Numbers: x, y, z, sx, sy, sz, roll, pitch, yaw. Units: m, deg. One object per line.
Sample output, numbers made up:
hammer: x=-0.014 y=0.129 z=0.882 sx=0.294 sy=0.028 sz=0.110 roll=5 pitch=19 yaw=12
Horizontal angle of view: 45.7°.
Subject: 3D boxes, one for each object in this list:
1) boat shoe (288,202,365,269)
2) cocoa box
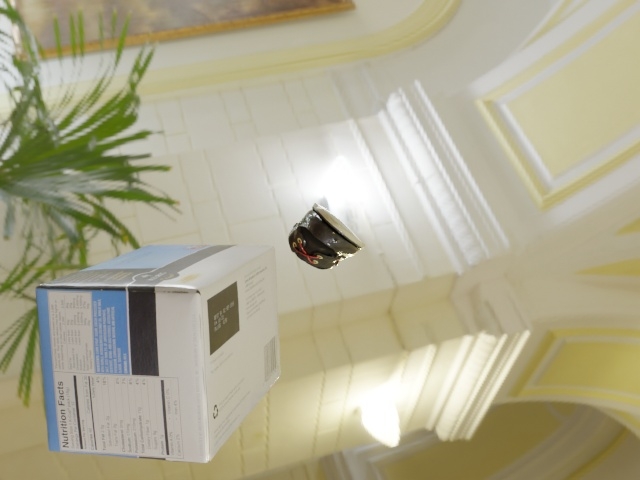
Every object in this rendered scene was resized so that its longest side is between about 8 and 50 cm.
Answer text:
boat shoe: x=0.001 y=0.001 z=0.569 sx=0.049 sy=0.042 sz=0.133 roll=43 pitch=-4 yaw=-2
cocoa box: x=-0.213 y=0.140 z=1.098 sx=0.347 sy=0.227 sz=0.232 roll=-36 pitch=125 yaw=-75
